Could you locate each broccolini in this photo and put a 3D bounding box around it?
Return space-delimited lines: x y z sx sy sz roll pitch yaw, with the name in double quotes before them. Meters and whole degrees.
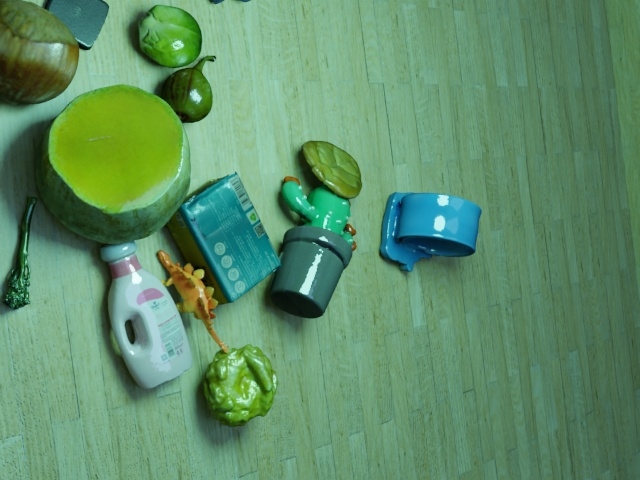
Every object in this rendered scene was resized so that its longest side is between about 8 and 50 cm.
"broccolini" -0.611 0.026 1.595 0.051 0.054 0.239 42 51 -71

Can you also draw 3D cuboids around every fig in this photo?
"fig" -0.298 -0.384 1.853 0.124 0.124 0.236 43 50 -29

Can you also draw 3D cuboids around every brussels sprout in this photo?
"brussels sprout" -0.351 -0.471 1.805 0.155 0.117 0.155 4 72 -13

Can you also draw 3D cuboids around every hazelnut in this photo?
"hazelnut" -0.598 -0.376 1.560 0.214 0.176 0.214 -2 105 -6

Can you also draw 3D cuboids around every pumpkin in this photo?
"pumpkin" -0.417 -0.176 1.608 0.332 0.199 0.332 7 71 -20

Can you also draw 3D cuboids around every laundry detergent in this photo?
"laundry detergent" -0.403 0.158 1.732 0.159 0.088 0.335 -27 103 -37

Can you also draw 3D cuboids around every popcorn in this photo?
"popcorn" -0.196 0.344 1.856 0.197 0.155 0.197 -2 95 -21

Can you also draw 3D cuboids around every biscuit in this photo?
"biscuit" 0.042 -0.202 2.097 0.203 0.041 0.260 47 26 7

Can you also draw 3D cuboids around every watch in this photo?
"watch" 0.354 -0.025 2.259 0.305 0.274 0.241 16 76 -33

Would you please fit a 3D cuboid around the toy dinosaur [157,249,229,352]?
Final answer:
"toy dinosaur" -0.286 0.132 1.781 0.070 0.117 0.288 -30 82 -42

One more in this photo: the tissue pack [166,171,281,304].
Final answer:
"tissue pack" -0.238 -0.002 1.850 0.192 0.134 0.271 -35 109 -35

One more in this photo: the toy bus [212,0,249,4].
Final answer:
"toy bus" -0.264 -0.685 1.887 0.292 0.125 0.133 39 65 -30

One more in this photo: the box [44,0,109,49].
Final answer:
"box" -0.543 -0.502 1.706 0.125 0.027 0.126 29 70 -32

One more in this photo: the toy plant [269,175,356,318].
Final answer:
"toy plant" -0.011 -0.006 2.018 0.279 0.185 0.400 27 60 -14
